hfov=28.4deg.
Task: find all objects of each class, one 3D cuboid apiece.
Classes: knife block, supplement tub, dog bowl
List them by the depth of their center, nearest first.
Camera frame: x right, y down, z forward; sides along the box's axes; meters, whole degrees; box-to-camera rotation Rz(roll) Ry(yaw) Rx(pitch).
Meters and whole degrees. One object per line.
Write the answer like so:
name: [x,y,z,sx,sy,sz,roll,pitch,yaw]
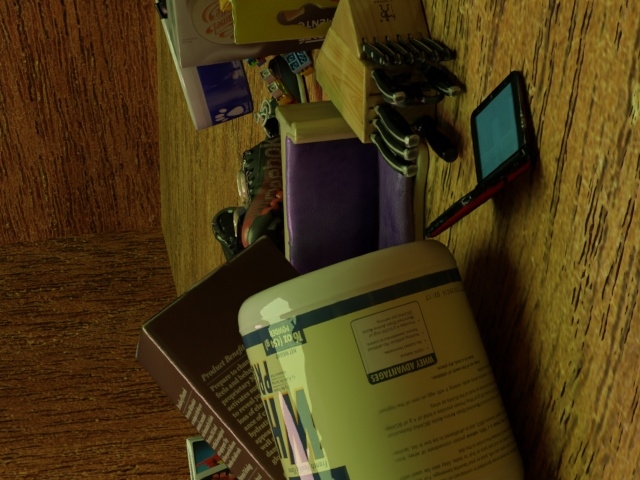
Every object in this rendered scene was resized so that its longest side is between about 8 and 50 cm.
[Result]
supplement tub: [0.069,0.183,1.284,0.235,0.235,0.325,141,112,-75]
knife block: [0.077,-0.158,1.449,0.275,0.088,0.242,121,141,-69]
dog bowl: [-0.199,-0.325,2.118,0.265,0.104,0.265,163,90,-86]

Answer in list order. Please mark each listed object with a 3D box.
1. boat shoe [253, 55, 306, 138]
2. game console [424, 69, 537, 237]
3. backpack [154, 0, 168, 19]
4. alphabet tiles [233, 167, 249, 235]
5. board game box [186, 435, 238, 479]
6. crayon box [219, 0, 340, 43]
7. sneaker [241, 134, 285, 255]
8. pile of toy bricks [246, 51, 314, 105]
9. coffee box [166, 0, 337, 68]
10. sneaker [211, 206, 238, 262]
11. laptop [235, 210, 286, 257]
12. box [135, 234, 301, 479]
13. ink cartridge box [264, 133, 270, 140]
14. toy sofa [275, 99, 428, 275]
boat shoe: [-0.061,-0.191,2.060,0.095,0.079,0.254,111,150,-68]
game console: [0.145,-0.079,1.217,0.085,0.124,0.144,55,164,5]
backpack: [-0.116,-0.431,1.820,0.263,0.213,0.276,31,149,28]
alphabet tiles: [-0.118,-0.003,2.352,0.278,0.021,0.284,-63,-32,-74]
board game box: [-0.005,0.321,1.589,0.053,0.305,0.193,39,-138,-79]
crayon box: [-0.035,-0.403,1.557,0.081,0.202,0.318,-178,82,-78]
sneaker: [-0.063,-0.068,1.761,0.276,0.135,0.097,-59,-26,-48]
pile of toy bricks: [-0.056,-0.305,1.986,0.105,0.118,0.212,36,-157,-58]
coffee box: [-0.078,-0.326,1.671,0.098,0.246,0.141,-113,18,-53]
sneaker: [-0.144,0.047,2.577,0.106,0.101,0.267,64,-176,-48]
laptop: [-0.101,-0.062,2.171,0.136,0.264,0.234,35,145,22]
box: [-0.024,0.205,1.474,0.381,0.191,0.143,50,157,8]
ink cartridge box: [-0.094,-0.135,2.301,0.115,0.029,0.063,96,-174,-46]
toy sofa: [0.036,0.011,1.587,0.177,0.150,0.362,-120,26,-63]
